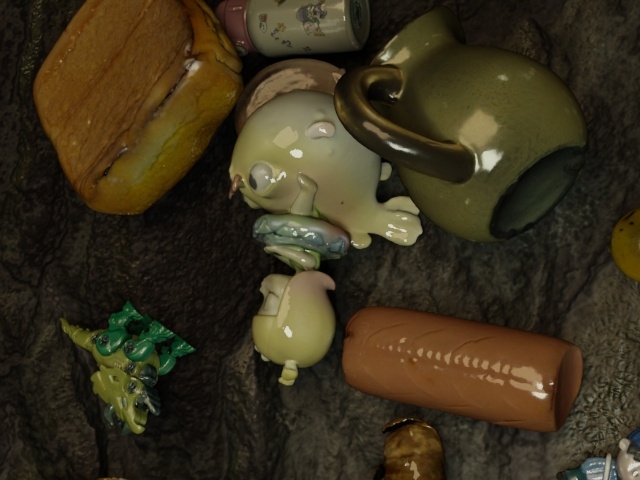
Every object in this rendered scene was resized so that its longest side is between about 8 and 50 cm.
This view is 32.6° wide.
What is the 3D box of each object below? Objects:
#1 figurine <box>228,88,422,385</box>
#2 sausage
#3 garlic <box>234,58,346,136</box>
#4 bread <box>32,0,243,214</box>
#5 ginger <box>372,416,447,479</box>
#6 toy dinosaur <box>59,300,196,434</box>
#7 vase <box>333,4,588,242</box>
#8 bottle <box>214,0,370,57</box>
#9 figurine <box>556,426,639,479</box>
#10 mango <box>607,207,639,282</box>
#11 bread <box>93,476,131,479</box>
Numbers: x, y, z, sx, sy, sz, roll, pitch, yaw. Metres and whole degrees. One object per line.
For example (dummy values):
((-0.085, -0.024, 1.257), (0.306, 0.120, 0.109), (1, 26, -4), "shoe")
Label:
((0.000, 0.000, 1.480), (0.274, 0.226, 0.395), (9, 79, -5), "figurine")
((0.165, 0.156, 1.368), (0.304, 0.121, 0.121), (9, 75, 27), "sausage")
((-0.053, -0.211, 1.616), (0.195, 0.087, 0.101), (-34, 76, 4), "garlic")
((-0.274, -0.235, 1.654), (0.337, 0.148, 0.328), (-51, 50, 16), "bread")
((0.070, 0.349, 1.296), (0.133, 0.107, 0.309), (43, 49, -4), "ginger")
((-0.289, 0.157, 1.577), (0.153, 0.094, 0.259), (-47, 53, -4), "toy dinosaur")
((0.150, -0.154, 1.375), (0.302, 0.329, 0.241), (50, 126, 28), "vase")
((-0.049, -0.330, 1.638), (0.233, 0.110, 0.110), (-1, 71, 21), "bottle")
((0.355, 0.273, 1.279), (0.149, 0.086, 0.087), (-25, 23, 25), "figurine")
((0.435, 0.016, 1.336), (0.161, 0.076, 0.103), (22, 74, 19), "mango")
((-0.272, 0.461, 1.437), (0.152, 0.119, 0.288), (-21, 65, 18), "bread")
